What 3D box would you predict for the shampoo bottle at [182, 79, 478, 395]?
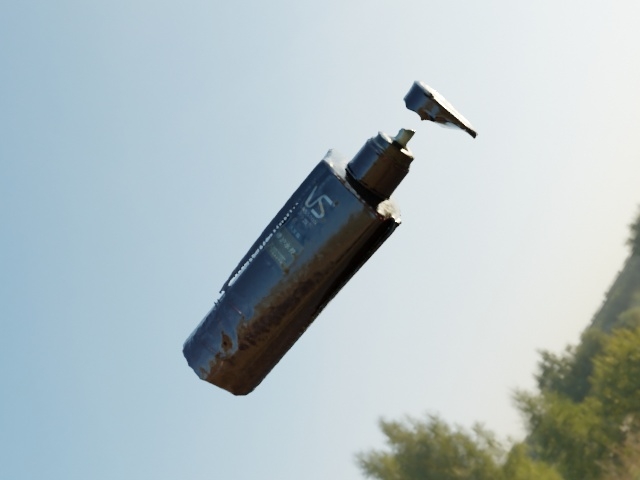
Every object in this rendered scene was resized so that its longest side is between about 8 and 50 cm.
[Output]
[{"bbox_3d":[0.001,0.001,0.544,0.236,0.068,0.067,-52,-2,19],"label":"shampoo bottle"}]
